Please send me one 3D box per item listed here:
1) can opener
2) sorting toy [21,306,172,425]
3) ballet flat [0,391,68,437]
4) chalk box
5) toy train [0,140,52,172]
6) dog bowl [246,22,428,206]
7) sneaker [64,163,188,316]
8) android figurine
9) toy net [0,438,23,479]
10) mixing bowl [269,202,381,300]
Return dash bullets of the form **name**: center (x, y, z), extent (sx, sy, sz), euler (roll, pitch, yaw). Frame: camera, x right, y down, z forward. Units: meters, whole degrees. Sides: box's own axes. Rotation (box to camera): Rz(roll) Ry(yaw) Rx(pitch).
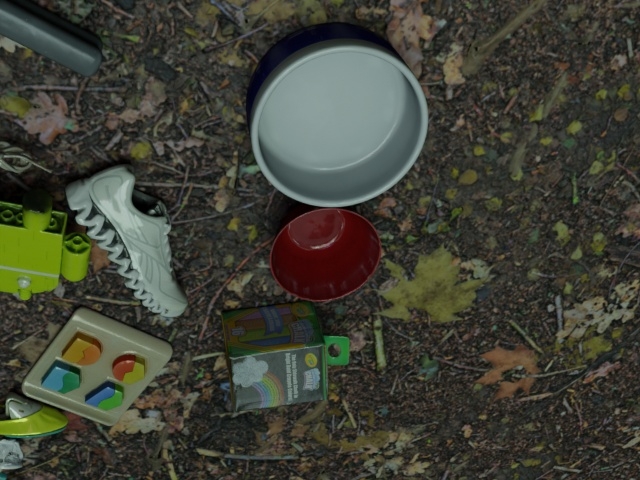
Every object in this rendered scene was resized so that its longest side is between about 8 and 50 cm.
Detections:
- **can opener**: center (-0.411, -0.324, 1.248), extent (0.283, 0.076, 0.095), euler (25, 116, -27)
- **sorting toy**: center (-0.391, 0.229, 1.647), extent (0.193, 0.038, 0.208), euler (28, 114, -27)
- **ballet flat**: center (-0.562, 0.305, 1.645), extent (0.231, 0.077, 0.077), euler (-4, 108, -8)
- **chalk box**: center (-0.057, 0.197, 1.643), extent (0.213, 0.132, 0.132), euler (-6, 123, -9)
- **toy train**: center (-0.535, -0.102, 1.361), extent (0.248, 0.105, 0.143), euler (26, 125, -26)
- **dog bowl**: center (0.022, -0.187, 1.416), extent (0.265, 0.104, 0.264), euler (-6, 124, -8)
- **sneaker**: center (-0.278, 0.005, 1.487), extent (0.118, 0.110, 0.292), euler (-31, 125, -1)
- **android figurine**: center (-0.473, 0.009, 1.416), extent (0.248, 0.056, 0.273), euler (11, 144, -14)
- **toy net**: center (-0.587, 0.435, 1.708), extent (0.122, 0.045, 0.232), euler (26, 131, -23)
- **mixing bowl**: center (0.000, 0.000, 1.540), extent (0.181, 0.098, 0.181), euler (-6, 124, -9)
